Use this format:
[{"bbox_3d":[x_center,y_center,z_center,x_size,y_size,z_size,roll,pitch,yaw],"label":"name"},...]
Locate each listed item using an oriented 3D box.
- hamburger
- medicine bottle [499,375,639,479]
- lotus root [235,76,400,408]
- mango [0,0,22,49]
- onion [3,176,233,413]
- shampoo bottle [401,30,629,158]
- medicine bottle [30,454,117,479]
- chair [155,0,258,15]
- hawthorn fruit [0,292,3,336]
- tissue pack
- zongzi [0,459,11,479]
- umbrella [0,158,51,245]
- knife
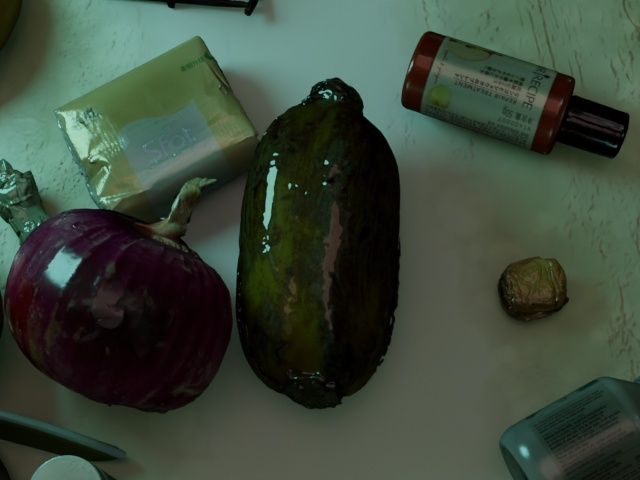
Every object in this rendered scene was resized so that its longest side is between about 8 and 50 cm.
[{"bbox_3d":[0.258,0.060,1.603,0.083,0.044,0.076,-5,70,0],"label":"hamburger"},{"bbox_3d":[0.324,0.227,1.495,0.215,0.135,0.135,-28,72,-6],"label":"medicine bottle"},{"bbox_3d":[0.000,0.000,1.569,0.196,0.179,0.397,5,73,3],"label":"lotus root"},{"bbox_3d":[-0.497,-0.284,1.720,0.254,0.139,0.175,-34,76,-14],"label":"mango"},{"bbox_3d":[-0.232,0.076,1.509,0.256,0.230,0.272,-2,99,-10],"label":"onion"},{"bbox_3d":[0.247,-0.172,1.649,0.278,0.104,0.104,20,74,10],"label":"shampoo bottle"},{"bbox_3d":[-0.265,0.298,1.488,0.086,0.183,0.086,-1,71,4],"label":"medicine bottle"},{"bbox_3d":[-0.206,-0.398,1.741,0.260,0.141,0.154,7,73,9],"label":"chair"},{"bbox_3d":[-0.470,0.090,1.572,0.210,0.210,0.262,-42,91,-9],"label":"hawthorn fruit"},{"bbox_3d":[-0.203,-0.132,1.674,0.222,0.090,0.186,-27,71,-5],"label":"tissue pack"},{"bbox_3d":[-0.402,0.287,1.515,0.078,0.160,0.176,-22,73,1],"label":"zongzi"},{"bbox_3d":[-0.377,-0.040,1.672,0.067,0.062,0.143,-35,78,25],"label":"umbrella"},{"bbox_3d":[-0.395,0.213,1.542,0.343,0.061,0.027,18,53,-15],"label":"knife"}]
